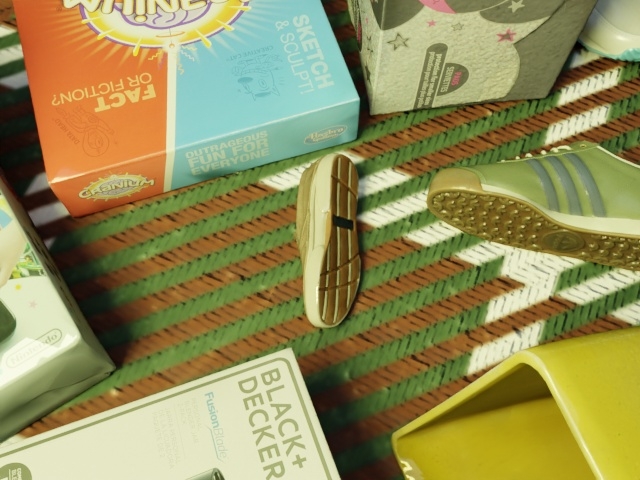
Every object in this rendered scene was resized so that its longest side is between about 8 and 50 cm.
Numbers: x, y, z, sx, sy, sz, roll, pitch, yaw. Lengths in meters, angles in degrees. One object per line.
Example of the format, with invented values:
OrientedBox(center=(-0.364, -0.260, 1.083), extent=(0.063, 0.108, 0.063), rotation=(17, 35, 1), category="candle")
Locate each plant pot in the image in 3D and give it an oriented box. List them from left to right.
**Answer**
OrientedBox(center=(0.192, 0.158, 0.390), extent=(0.187, 0.212, 0.212), rotation=(-16, 69, -20), category="plant pot")

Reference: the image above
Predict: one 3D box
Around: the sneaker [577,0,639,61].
OrientedBox(center=(0.257, -0.262, 0.608), extent=(0.087, 0.092, 0.228), rotation=(-2, 70, -3), category="sneaker")

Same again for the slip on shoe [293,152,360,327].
OrientedBox(center=(0.000, 0.000, 0.530), extent=(0.041, 0.051, 0.135), rotation=(-10, 72, 39), category="slip on shoe")

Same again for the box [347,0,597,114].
OrientedBox(center=(0.108, -0.216, 0.504), extent=(0.163, 0.247, 0.142), rotation=(-7, 67, -3), category="box")

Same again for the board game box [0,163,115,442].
OrientedBox(center=(-0.321, 0.017, 0.490), extent=(0.224, 0.097, 0.303), rotation=(-32, 71, -13), category="board game box")

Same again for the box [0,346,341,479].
OrientedBox(center=(-0.122, 0.191, 0.399), extent=(0.290, 0.087, 0.169), rotation=(-17, 49, -7), category="box")

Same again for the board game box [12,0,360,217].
OrientedBox(center=(-0.129, -0.200, 0.593), extent=(0.242, 0.064, 0.316), rotation=(-17, 69, -7), category="board game box")

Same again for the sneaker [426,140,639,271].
OrientedBox(center=(0.182, -0.039, 0.538), extent=(0.192, 0.064, 0.086), rotation=(14, 61, 5), category="sneaker")
